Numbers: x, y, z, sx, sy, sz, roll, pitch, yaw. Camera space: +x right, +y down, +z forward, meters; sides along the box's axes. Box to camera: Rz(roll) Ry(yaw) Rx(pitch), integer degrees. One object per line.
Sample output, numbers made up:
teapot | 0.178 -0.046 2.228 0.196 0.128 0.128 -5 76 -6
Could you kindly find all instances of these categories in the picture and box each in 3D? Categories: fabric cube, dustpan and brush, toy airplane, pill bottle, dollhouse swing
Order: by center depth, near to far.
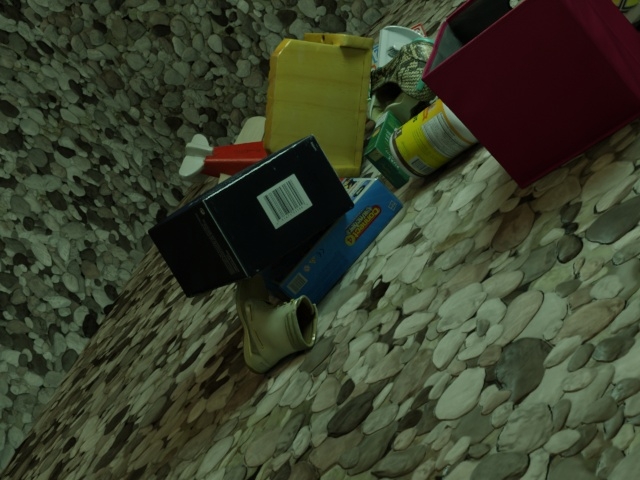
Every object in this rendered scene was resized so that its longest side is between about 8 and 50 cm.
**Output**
fabric cube | 0.360 -0.297 1.513 0.254 0.258 0.259 -36 19 35
pill bottle | 0.251 -0.223 1.866 0.215 0.117 0.117 -34 19 36
dollhouse swing | -0.054 -0.344 2.290 0.315 0.305 0.346 24 111 59
dustpan and brush | 0.264 -0.503 2.458 0.060 0.211 0.147 119 159 -67
toy airplane | -0.229 -0.199 2.768 0.386 0.272 0.384 -36 45 -15

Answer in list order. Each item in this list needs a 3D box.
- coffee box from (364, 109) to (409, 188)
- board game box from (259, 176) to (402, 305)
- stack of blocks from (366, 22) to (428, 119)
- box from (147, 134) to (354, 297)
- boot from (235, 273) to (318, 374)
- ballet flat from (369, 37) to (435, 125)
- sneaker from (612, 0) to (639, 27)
coffee box | 0.162 -0.207 2.066 0.040 0.113 0.184 -34 21 32
board game box | 0.000 0.000 2.010 0.308 0.086 0.302 -48 15 -9
stack of blocks | 0.175 -0.460 2.551 0.297 0.171 0.087 -29 14 -9
box | -0.148 -0.045 1.873 0.296 0.182 0.294 -34 7 -33
boot | -0.084 0.135 1.787 0.165 0.077 0.213 -32 55 37
ballet flat | 0.193 -0.354 2.232 0.483 0.164 0.182 175 117 -84
sneaker | 0.536 -0.462 1.649 0.385 0.147 0.145 -34 19 26
